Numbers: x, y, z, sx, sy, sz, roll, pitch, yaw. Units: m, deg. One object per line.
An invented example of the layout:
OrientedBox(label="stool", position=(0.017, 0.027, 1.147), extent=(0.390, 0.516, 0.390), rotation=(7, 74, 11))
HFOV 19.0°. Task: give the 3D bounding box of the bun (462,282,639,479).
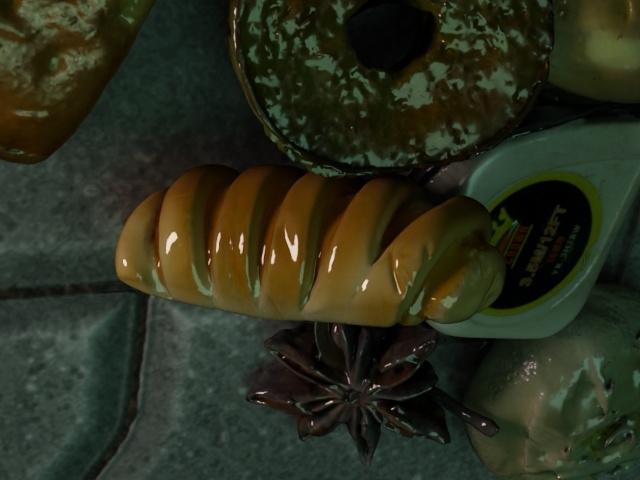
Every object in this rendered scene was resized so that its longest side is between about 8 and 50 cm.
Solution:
OrientedBox(label="bun", position=(0.256, 0.156, 1.866), extent=(0.239, 0.141, 0.239), rotation=(-15, 136, -15))

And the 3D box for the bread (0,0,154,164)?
OrientedBox(label="bread", position=(-0.240, -0.172, 1.449), extent=(0.210, 0.099, 0.235), rotation=(17, 115, -32))

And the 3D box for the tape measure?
OrientedBox(label="tape measure", position=(0.161, -0.054, 1.694), extent=(0.231, 0.133, 0.271), rotation=(6, 120, -36))

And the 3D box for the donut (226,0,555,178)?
OrientedBox(label="donut", position=(0.045, -0.173, 1.534), extent=(0.272, 0.107, 0.272), rotation=(-2, 97, -20))

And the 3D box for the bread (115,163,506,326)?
OrientedBox(label="bread", position=(0.000, 0.000, 1.567), extent=(0.311, 0.173, 0.121), rotation=(4, 98, 21))

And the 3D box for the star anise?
OrientedBox(label="star anise", position=(0.048, 0.129, 1.777), extent=(0.209, 0.089, 0.231), rotation=(-27, 128, 34))

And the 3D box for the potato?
OrientedBox(label="potato", position=(0.273, -0.201, 1.618), extent=(0.234, 0.146, 0.150), rotation=(-4, 124, -14))
